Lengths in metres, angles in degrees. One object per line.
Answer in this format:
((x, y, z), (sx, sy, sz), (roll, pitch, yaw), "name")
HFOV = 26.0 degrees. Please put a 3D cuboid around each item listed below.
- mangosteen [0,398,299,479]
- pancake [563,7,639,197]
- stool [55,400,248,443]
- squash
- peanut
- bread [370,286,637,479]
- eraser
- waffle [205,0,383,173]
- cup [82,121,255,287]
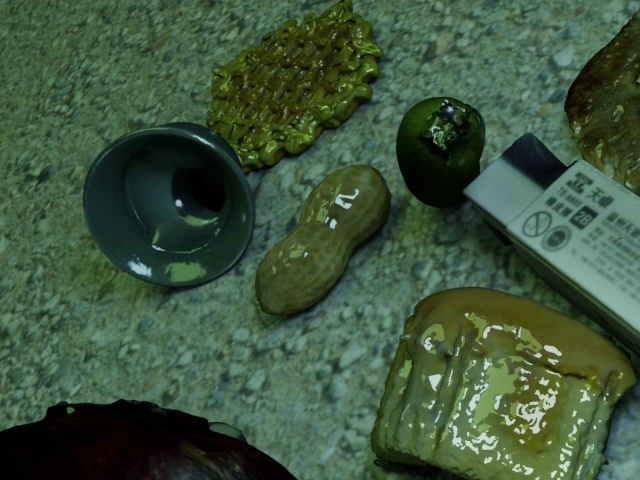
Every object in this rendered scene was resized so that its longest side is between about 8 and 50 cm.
((-0.168, 0.322, 1.024), (0.381, 0.381, 0.421), (-12, 44, 34), "mangosteen")
((0.393, -0.168, 1.292), (0.356, 0.065, 0.356), (-26, 36, 21), "pancake")
((-0.183, 0.221, 1.345), (0.228, 0.139, 0.153), (-38, 37, 9), "stool")
((0.112, -0.085, 1.297), (0.087, 0.087, 0.331), (-41, -6, 0), "squash")
((-0.001, 0.000, 1.461), (0.193, 0.089, 0.089), (-51, 36, -14), "peanut")
((0.117, 0.120, 1.162), (0.251, 0.133, 0.174), (11, 77, 48), "bread")
((0.268, 0.034, 1.163), (0.098, 0.096, 0.404), (-43, 35, -1), "eraser")
((-0.035, -0.195, 1.729), (0.245, 0.052, 0.254), (-30, 38, 12), "waffle")
((-0.161, -0.065, 1.622), (0.199, 0.199, 0.150), (-27, 19, 19), "cup")
